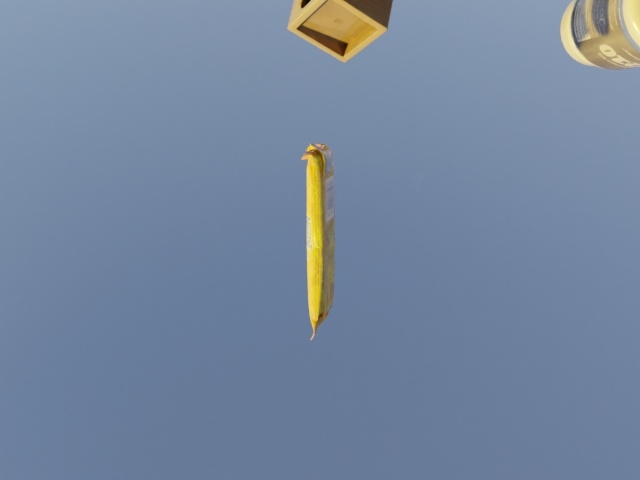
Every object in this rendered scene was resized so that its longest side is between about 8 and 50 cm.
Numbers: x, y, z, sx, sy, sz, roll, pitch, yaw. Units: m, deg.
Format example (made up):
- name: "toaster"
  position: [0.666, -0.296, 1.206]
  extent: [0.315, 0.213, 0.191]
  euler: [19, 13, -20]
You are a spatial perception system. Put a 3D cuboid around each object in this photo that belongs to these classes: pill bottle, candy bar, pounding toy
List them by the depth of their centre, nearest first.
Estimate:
- name: "pill bottle"
  position: [0.237, -0.169, 0.472]
  extent: [0.078, 0.078, 0.137]
  euler: [-8, -169, 2]
- name: "candy bar"
  position: [0.000, 0.000, 0.508]
  extent: [0.018, 0.161, 0.040]
  euler: [6, -160, 19]
- name: "pounding toy"
  position: [0.034, -0.416, 1.038]
  extent: [0.181, 0.206, 0.094]
  euler: [23, -114, -27]
